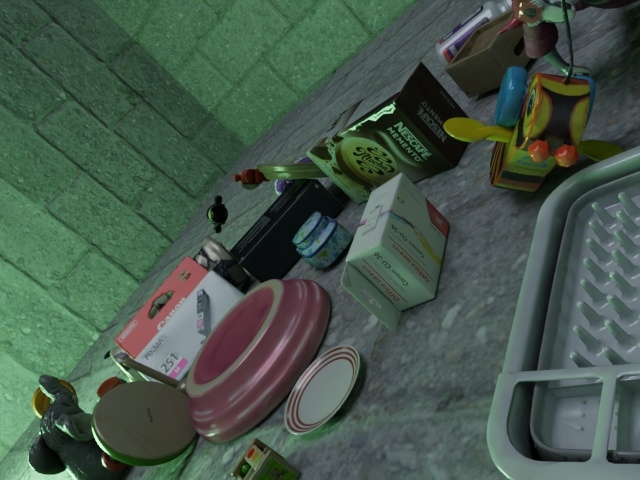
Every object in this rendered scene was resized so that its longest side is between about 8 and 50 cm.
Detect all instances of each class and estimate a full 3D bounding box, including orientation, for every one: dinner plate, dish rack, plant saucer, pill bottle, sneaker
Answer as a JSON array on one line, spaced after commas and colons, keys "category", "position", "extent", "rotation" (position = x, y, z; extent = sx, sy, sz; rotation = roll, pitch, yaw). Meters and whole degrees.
[{"category": "dinner plate", "position": [0.005, 0.204, 0.714], "extent": [0.141, 0.017, 0.141], "rotation": [-41, 20, 18]}, {"category": "dish rack", "position": [0.279, 0.034, 0.366], "extent": [0.286, 0.072, 0.332], "rotation": [-27, 27, 49]}, {"category": "plant saucer", "position": [-0.127, 0.190, 0.934], "extent": [0.332, 0.084, 0.332], "rotation": [-41, 18, 17]}, {"category": "pill bottle", "position": [0.357, -0.445, 1.137], "extent": [0.193, 0.108, 0.108], "rotation": [-32, 23, 37]}, {"category": "plant saucer", "position": [-0.016, -0.176, 1.285], "extent": [0.278, 0.041, 0.278], "rotation": [-3, 10, 0]}, {"category": "sneaker", "position": [-0.083, -0.213, 1.713], "extent": [0.170, 0.068, 0.071], "rotation": [-51, 24, -14]}]

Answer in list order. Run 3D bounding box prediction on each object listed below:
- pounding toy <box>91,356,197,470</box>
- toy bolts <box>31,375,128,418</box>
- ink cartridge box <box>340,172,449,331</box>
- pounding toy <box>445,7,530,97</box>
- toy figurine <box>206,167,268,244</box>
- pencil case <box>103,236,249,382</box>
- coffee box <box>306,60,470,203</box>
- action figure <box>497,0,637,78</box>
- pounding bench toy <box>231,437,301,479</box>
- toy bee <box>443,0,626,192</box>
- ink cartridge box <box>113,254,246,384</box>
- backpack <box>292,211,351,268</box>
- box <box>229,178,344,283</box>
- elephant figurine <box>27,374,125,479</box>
[{"category": "pounding toy", "position": [-0.324, 0.346, 0.971], "extent": [0.237, 0.183, 0.110], "rotation": [-94, 24, -66]}, {"category": "toy bolts", "position": [-0.624, 0.436, 1.389], "extent": [0.228, 0.218, 0.158], "rotation": [-36, 5, -27]}, {"category": "ink cartridge box", "position": [0.108, 0.014, 0.723], "extent": [0.067, 0.115, 0.198], "rotation": [-31, 25, 41]}, {"category": "pounding toy", "position": [0.373, -0.382, 0.989], "extent": [0.181, 0.094, 0.206], "rotation": [-53, 19, -17]}, {"category": "toy figurine", "position": [-0.184, -0.076, 1.420], "extent": [0.213, 0.209, 0.148], "rotation": [-50, 12, -7]}, {"category": "pencil case", "position": [-0.353, 0.181, 1.338], "extent": [0.410, 0.160, 0.184], "rotation": [-52, 33, -13]}, {"category": "coffee box", "position": [0.128, -0.197, 1.036], "extent": [0.297, 0.168, 0.118], "rotation": [-19, 33, 57]}, {"category": "action figure", "position": [0.364, -0.378, 0.697], "extent": [0.370, 0.275, 0.248], "rotation": [-25, -9, -22]}, {"category": "pounding bench toy", "position": [-0.078, 0.298, 0.644], "extent": [0.083, 0.052, 0.065], "rotation": [-54, 19, -19]}, {"category": "toy bee", "position": [0.234, -0.128, 0.578], "extent": [0.195, 0.298, 0.162], "rotation": [1, 59, 27]}, {"category": "ink cartridge box", "position": [-0.325, 0.183, 1.199], "extent": [0.275, 0.239, 0.060], "rotation": [-51, -25, -13]}, {"category": "backpack", "position": [0.000, 0.000, 1.046], "extent": [0.105, 0.084, 0.114], "rotation": [-50, 21, -3]}, {"category": "box", "position": [-0.088, -0.025, 1.267], "extent": [0.261, 0.103, 0.184], "rotation": [-48, 15, -5]}, {"category": "elephant figurine", "position": [-0.513, 0.406, 1.082], "extent": [0.186, 0.239, 0.169], "rotation": [-20, 36, 56]}]
